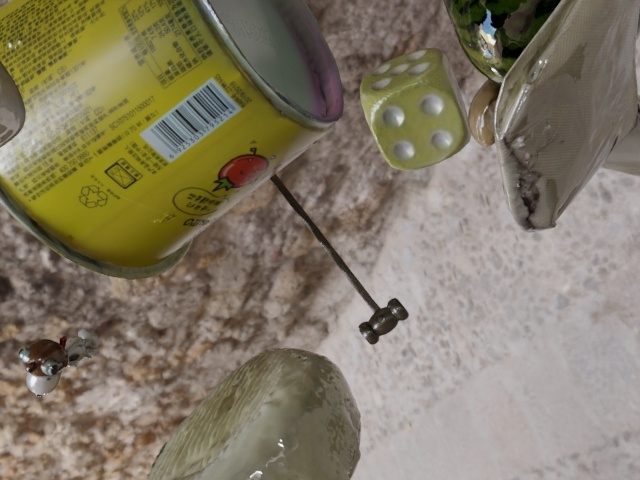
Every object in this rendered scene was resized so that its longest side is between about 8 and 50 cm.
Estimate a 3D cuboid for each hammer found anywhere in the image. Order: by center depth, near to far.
[{"bbox_3d":[0.000,0.000,0.898,0.292,0.058,0.029,52,179,26],"label":"hammer"}]

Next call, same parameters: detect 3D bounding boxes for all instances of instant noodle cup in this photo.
[{"bbox_3d":[-0.148,-0.158,0.719,0.254,0.325,0.325,-29,73,24],"label":"instant noodle cup"}]

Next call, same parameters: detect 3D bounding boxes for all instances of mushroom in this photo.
[{"bbox_3d":[0.462,-0.205,1.284,0.137,0.407,0.154,113,167,-67],"label":"mushroom"}]

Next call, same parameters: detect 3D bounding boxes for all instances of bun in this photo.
[{"bbox_3d":[-0.081,0.322,1.009,0.211,0.359,0.360,43,164,-13],"label":"bun"}]

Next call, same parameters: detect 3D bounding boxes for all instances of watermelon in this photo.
[{"bbox_3d":[0.314,-0.346,1.029,0.285,0.285,0.285,164,90,-70],"label":"watermelon"}]

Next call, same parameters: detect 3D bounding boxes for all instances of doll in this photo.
[{"bbox_3d":[-0.234,0.105,0.665,0.040,0.085,0.058,30,129,14],"label":"doll"}]

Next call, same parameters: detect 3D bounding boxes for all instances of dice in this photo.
[{"bbox_3d":[0.247,-0.337,1.887,0.227,0.233,0.238,-84,-30,-55],"label":"dice"}]

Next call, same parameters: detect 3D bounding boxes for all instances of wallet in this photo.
[{"bbox_3d":[0.285,-0.156,0.819,0.068,0.275,0.335,28,161,32],"label":"wallet"}]

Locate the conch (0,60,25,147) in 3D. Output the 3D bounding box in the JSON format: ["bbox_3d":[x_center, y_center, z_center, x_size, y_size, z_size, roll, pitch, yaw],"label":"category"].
[{"bbox_3d":[-0.264,-0.117,0.382,0.255,0.127,0.158,56,-167,13],"label":"conch"}]
